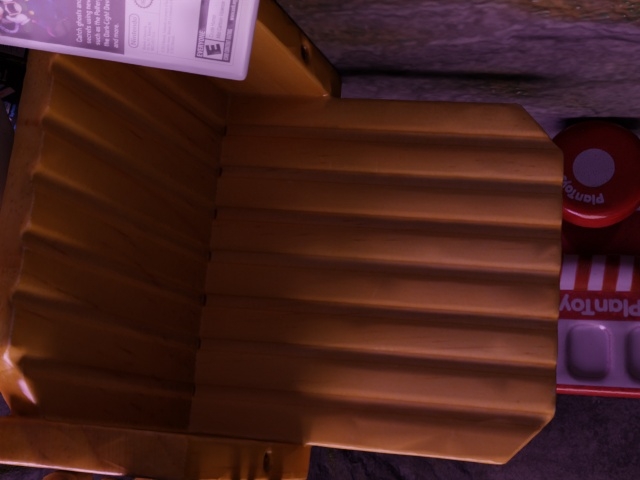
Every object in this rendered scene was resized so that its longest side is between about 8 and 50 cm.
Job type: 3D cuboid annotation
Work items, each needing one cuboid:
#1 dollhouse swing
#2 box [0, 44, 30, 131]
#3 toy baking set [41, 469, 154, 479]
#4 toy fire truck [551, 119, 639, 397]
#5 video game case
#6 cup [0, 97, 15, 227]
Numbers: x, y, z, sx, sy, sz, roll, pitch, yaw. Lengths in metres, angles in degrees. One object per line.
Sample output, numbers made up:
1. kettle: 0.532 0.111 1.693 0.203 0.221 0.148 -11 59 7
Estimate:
1. dollhouse swing: 0.000 0.000 0.619 0.304 0.347 0.315 1 166 23
2. box: -0.333 -0.144 0.745 0.293 0.073 0.295 13 163 -21
3. toy baking set: -0.099 0.186 0.622 0.196 0.030 0.256 8 167 -11
4. toy fire truck: 0.326 0.032 0.828 0.302 0.254 0.169 2 165 14
5. video game case: -0.113 -0.175 0.464 0.173 0.022 0.190 7 142 -9
6. cup: -0.327 -0.016 0.585 0.236 0.331 0.331 -20 178 -23
